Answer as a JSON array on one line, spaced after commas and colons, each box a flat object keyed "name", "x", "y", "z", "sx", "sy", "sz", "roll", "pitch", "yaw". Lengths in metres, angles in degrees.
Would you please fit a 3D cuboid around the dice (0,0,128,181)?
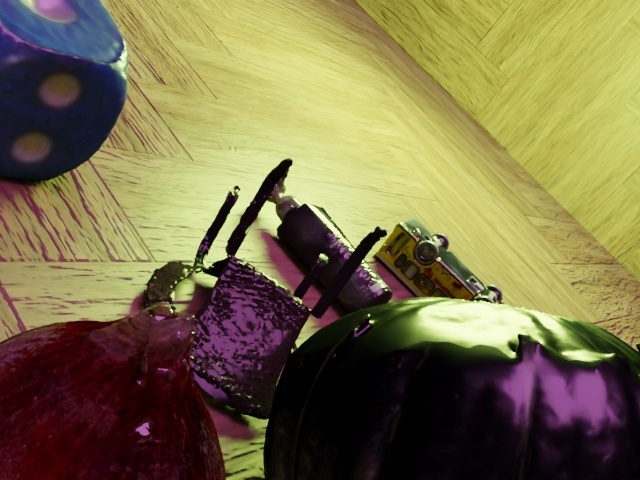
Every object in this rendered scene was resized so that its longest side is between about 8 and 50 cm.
[{"name": "dice", "x": -0.257, "y": -0.145, "z": 0.638, "sx": 0.143, "sy": 0.146, "sz": 0.146, "roll": 7, "pitch": 40, "yaw": -50}]

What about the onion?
[{"name": "onion", "x": -0.110, "y": 0.103, "z": 0.353, "sx": 0.159, "sy": 0.195, "sz": 0.159, "roll": 27, "pitch": 20, "yaw": -11}]

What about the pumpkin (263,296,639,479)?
[{"name": "pumpkin", "x": 0.095, "y": 0.175, "z": 0.514, "sx": 0.295, "sy": 0.296, "sz": 0.296, "roll": 33, "pitch": 24, "yaw": -17}]

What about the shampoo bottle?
[{"name": "shampoo bottle", "x": 0.000, "y": 0.001, "z": 0.875, "sx": 0.208, "sy": 0.063, "sz": 0.057, "roll": 49, "pitch": 13, "yaw": 21}]

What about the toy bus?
[{"name": "toy bus", "x": 0.182, "y": 0.064, "z": 1.028, "sx": 0.226, "sy": 0.074, "sz": 0.081, "roll": 44, "pitch": 24, "yaw": 8}]

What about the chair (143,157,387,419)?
[{"name": "chair", "x": -0.057, "y": 0.050, "z": 0.674, "sx": 0.174, "sy": 0.149, "sz": 0.213, "roll": 37, "pitch": 65, "yaw": -14}]
